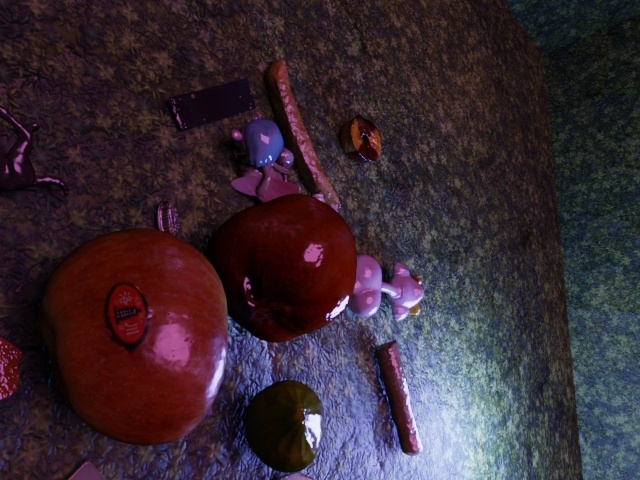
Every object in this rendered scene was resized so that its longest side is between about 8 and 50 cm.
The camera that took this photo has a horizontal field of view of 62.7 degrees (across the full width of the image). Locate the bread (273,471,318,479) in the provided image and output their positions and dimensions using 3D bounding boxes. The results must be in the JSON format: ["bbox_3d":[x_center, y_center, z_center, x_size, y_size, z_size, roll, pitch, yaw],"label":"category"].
[{"bbox_3d":[-0.057,0.597,1.039,0.267,0.040,0.267,18,65,-44],"label":"bread"}]

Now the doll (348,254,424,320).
[{"bbox_3d":[0.168,0.129,1.389,0.365,0.094,0.160,12,78,-44],"label":"doll"}]

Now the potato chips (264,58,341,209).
[{"bbox_3d":[-0.049,-0.249,1.287,0.080,0.057,0.407,-30,101,-44],"label":"potato chips"}]

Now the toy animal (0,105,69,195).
[{"bbox_3d":[-0.490,-0.122,0.761,0.232,0.084,0.148,6,86,-48],"label":"toy animal"}]

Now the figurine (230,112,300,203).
[{"bbox_3d":[-0.095,-0.160,1.178,0.205,0.103,0.260,-47,124,-42],"label":"figurine"}]

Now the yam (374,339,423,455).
[{"bbox_3d":[0.206,0.412,1.369,0.066,0.066,0.300,-13,88,-49],"label":"yam"}]

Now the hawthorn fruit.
[{"bbox_3d":[-0.059,0.047,1.018,0.311,0.295,0.295,-27,99,-38],"label":"hawthorn fruit"}]

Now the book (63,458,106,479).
[{"bbox_3d":[-0.376,0.488,0.732,0.215,0.025,0.283,60,42,-18],"label":"book"}]

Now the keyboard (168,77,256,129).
[{"bbox_3d":[-0.229,-0.294,1.131,0.231,0.023,0.072,-35,112,-47],"label":"keyboard"}]

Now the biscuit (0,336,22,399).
[{"bbox_3d":[-0.474,0.186,0.716,0.130,0.019,0.102,-44,111,-45],"label":"biscuit"}]

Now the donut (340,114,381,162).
[{"bbox_3d":[0.114,-0.281,1.476,0.140,0.059,0.140,17,66,-45],"label":"donut"}]

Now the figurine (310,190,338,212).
[{"bbox_3d":[0.000,0.000,1.228,0.112,0.137,0.229,-3,75,-16],"label":"figurine"}]

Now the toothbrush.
[{"bbox_3d":[-0.250,0.127,0.971,0.035,0.042,0.413,-10,89,-49],"label":"toothbrush"}]

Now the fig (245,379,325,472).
[{"bbox_3d":[-0.073,0.346,0.990,0.233,0.167,0.167,55,37,-60],"label":"fig"}]

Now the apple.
[{"bbox_3d":[-0.277,0.137,0.768,0.250,0.277,0.309,13,43,-32],"label":"apple"}]
